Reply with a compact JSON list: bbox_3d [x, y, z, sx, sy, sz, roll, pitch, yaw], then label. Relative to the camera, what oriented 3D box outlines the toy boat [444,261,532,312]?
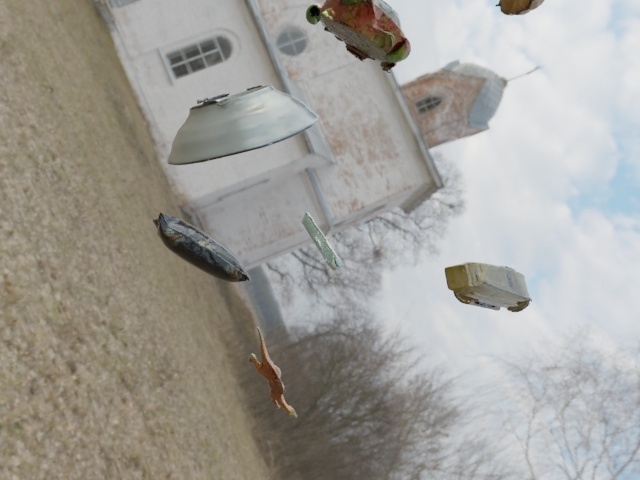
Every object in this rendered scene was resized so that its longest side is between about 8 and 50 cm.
[{"bbox_3d":[0.270,0.078,1.025,0.226,0.088,0.068,13,62,-44],"label":"toy boat"}]

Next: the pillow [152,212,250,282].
[{"bbox_3d":[-0.168,0.013,0.865,0.150,0.048,0.090,35,6,-16],"label":"pillow"}]

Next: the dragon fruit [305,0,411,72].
[{"bbox_3d":[0.108,-0.566,1.634,0.295,0.130,0.268,29,6,-1],"label":"dragon fruit"}]

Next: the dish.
[{"bbox_3d":[-0.165,-0.245,1.247,0.316,0.317,0.106,-130,-156,-71],"label":"dish"}]

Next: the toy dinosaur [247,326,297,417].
[{"bbox_3d":[-0.120,0.327,1.511,0.142,0.057,0.212,43,-24,51],"label":"toy dinosaur"}]

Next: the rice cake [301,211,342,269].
[{"bbox_3d":[0.000,-0.001,1.324,0.033,0.029,0.170,52,4,-45],"label":"rice cake"}]

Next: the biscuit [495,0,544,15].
[{"bbox_3d":[0.362,-0.470,1.063,0.118,0.061,0.183,50,-31,46],"label":"biscuit"}]
